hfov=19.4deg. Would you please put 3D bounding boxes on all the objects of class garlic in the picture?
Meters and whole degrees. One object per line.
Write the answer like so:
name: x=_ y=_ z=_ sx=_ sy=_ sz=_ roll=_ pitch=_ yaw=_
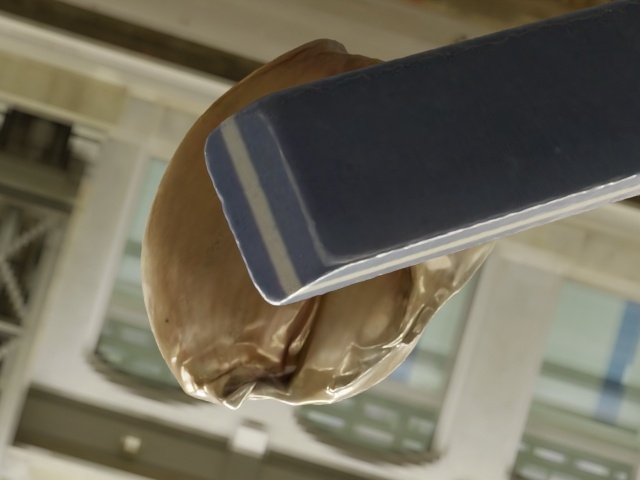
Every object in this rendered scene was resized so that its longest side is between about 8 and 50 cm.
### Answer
garlic: x=0.000 y=0.000 z=1.047 sx=0.217 sy=0.228 sz=0.110 roll=20 pitch=163 yaw=39

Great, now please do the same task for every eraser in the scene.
eraser: x=0.067 y=-0.043 z=0.798 sx=0.225 sy=0.082 sz=0.036 roll=-17 pitch=165 yaw=-21
